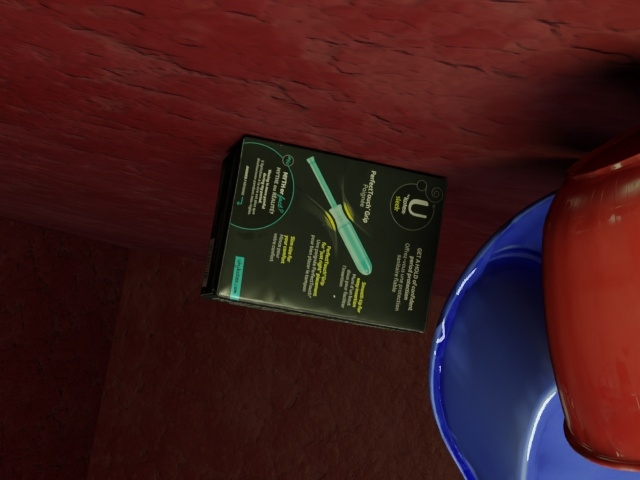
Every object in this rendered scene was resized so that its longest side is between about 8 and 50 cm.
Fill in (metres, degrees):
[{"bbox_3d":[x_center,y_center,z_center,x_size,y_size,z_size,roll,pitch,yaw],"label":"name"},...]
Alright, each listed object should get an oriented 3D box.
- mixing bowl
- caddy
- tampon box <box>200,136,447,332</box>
[{"bbox_3d":[0.155,-0.002,0.364,0.181,0.098,0.181,-29,-176,2],"label":"mixing bowl"},{"bbox_3d":[0.213,0.126,0.584,0.241,0.341,0.179,-28,-161,0],"label":"caddy"},{"bbox_3d":[0.000,0.000,0.736,0.161,0.121,0.101,11,174,-13],"label":"tampon box"}]
